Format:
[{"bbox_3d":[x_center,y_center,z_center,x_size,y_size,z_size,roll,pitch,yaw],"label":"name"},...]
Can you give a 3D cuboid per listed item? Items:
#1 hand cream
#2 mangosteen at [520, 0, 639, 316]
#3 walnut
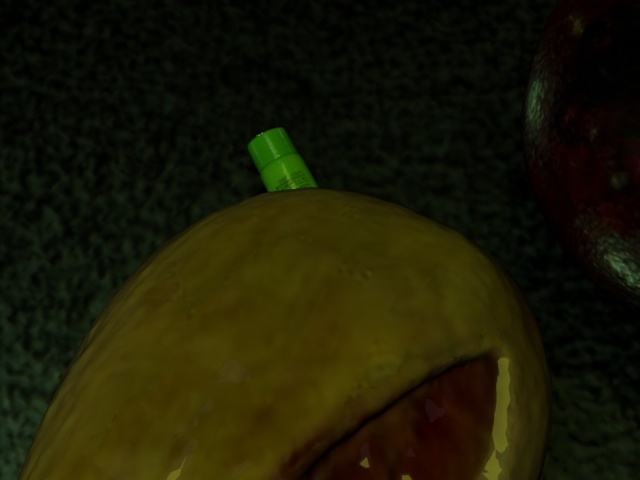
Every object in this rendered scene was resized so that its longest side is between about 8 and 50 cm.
[{"bbox_3d":[0.000,0.000,0.734,0.036,0.023,0.122,-32,74,12],"label":"hand cream"},{"bbox_3d":[0.193,-0.058,0.656,0.216,0.216,0.216,0,71,1],"label":"mangosteen"},{"bbox_3d":[-0.028,0.112,0.608,0.203,0.203,0.298,33,68,11],"label":"walnut"}]
